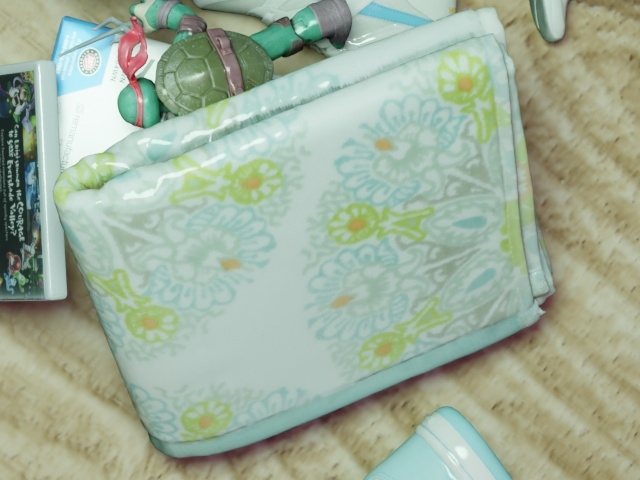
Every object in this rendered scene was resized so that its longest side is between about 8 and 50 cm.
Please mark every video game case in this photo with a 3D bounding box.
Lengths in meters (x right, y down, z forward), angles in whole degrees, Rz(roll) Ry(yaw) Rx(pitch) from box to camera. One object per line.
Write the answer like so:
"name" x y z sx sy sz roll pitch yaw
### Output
"video game case" -0.270 -0.045 1.622 0.022 0.173 0.190 -3 91 -45

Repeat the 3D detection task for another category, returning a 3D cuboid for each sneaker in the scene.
"sneaker" 0.003 -0.196 1.676 0.228 0.087 0.092 2 92 -4
"sneaker" 0.211 -0.247 1.712 0.061 0.053 0.152 0 90 -8
"sneaker" 0.117 0.323 1.673 0.208 0.127 0.319 -34 84 -6

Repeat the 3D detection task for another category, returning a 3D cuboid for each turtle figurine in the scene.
"turtle figurine" -0.080 -0.119 1.572 0.234 0.118 0.175 -13 93 -15

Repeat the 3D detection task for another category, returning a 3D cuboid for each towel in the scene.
"towel" 0.000 0.000 1.588 0.374 0.090 0.320 -22 134 -7

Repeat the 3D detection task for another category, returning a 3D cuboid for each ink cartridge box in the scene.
"ink cartridge box" -0.135 -0.089 1.662 0.203 0.086 0.148 14 89 -5
